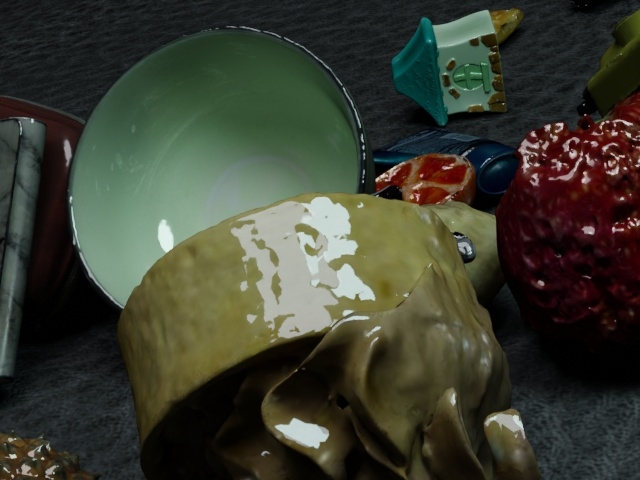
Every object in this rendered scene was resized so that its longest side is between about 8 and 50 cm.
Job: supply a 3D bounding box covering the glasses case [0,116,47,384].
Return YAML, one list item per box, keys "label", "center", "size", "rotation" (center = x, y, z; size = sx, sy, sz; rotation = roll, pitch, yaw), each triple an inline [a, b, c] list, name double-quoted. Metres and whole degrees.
- label: "glasses case"
  center: [-0.370, 0.013, 1.766]
  size: [0.060, 0.299, 0.114]
  rotation: [15, -16, -38]

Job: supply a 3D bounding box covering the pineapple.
- label: "pineapple"
  center: [-0.255, 0.252, 1.358]
  size: [0.166, 0.166, 0.193]
  rotation: [-33, 34, -31]

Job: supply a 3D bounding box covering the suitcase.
- label: "suitcase"
  center: [0.419, -0.206, 1.786]
  size: [0.194, 0.143, 0.235]
  rotation: [-28, -9, -24]

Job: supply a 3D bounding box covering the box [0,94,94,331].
- label: "box"
  center: [-0.389, -0.045, 1.936]
  size: [0.108, 0.263, 0.404]
  rotation: [18, 2, -41]

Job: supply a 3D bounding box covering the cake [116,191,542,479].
- label: "cake"
  center: [0.014, 0.168, 1.272]
  size: [0.332, 0.332, 0.321]
  rotation: [-17, 57, -3]

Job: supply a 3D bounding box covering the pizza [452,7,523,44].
- label: "pizza"
  center: [0.231, -0.305, 2.316]
  size: [0.160, 0.035, 0.099]
  rotation: [-33, 32, -32]

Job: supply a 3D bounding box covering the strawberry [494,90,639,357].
- label: "strawberry"
  center: [0.296, -0.002, 1.499]
  size: [0.274, 0.274, 0.220]
  rotation: [-24, 61, -17]

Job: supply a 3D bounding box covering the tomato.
- label: "tomato"
  center: [0.119, -0.037, 1.812]
  size: [0.156, 0.069, 0.155]
  rotation: [-21, 26, 11]

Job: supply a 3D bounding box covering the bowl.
- label: "bowl"
  center: [-0.087, -0.046, 1.743]
  size: [0.354, 0.353, 0.185]
  rotation: [-5, -15, 20]

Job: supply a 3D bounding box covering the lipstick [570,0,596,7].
- label: "lipstick"
  center: [0.537, -0.466, 2.424]
  size: [0.418, 0.077, 0.077]
  rotation: [-30, 30, -29]

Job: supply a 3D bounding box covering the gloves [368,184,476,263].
- label: "gloves"
  center: [0.008, 0.030, 1.465]
  size: [0.286, 0.142, 0.119]
  rotation: [-11, -4, -8]

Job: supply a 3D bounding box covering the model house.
- label: "model house"
  center: [0.170, -0.232, 2.107]
  size: [0.149, 0.127, 0.100]
  rotation: [-9, 27, 6]

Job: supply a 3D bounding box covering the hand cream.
- label: "hand cream"
  center: [0.155, -0.106, 1.955]
  size: [0.120, 0.061, 0.270]
  rotation: [-25, 23, -22]

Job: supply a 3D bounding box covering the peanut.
- label: "peanut"
  center: [0.089, 0.048, 1.585]
  size: [0.253, 0.137, 0.122]
  rotation: [-42, 23, -16]
